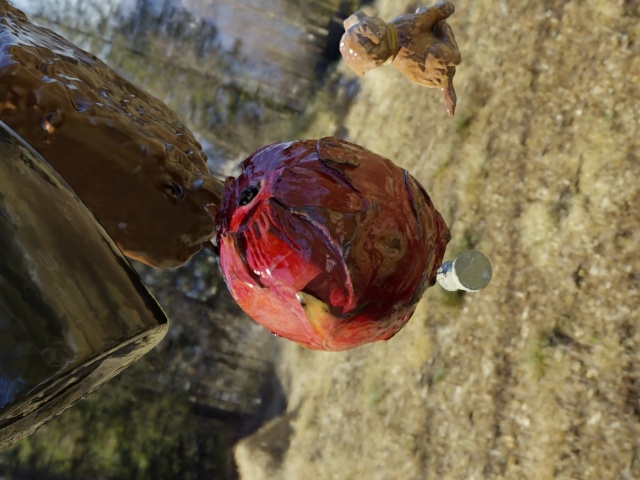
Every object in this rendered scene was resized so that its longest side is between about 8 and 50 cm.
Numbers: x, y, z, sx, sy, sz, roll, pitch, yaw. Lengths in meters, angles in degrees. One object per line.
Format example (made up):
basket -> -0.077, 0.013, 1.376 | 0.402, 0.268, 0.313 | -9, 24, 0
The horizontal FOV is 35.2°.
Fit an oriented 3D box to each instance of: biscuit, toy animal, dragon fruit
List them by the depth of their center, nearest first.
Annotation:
dragon fruit -> 0.010, 0.003, 1.070 | 0.252, 0.241, 0.240 | 38, -117, -59
biscuit -> -0.311, -0.136, 1.291 | 0.166, 0.343, 0.395 | -56, 29, 8
toy animal -> 0.123, -0.271, 1.552 | 0.104, 0.185, 0.183 | -11, 92, 55

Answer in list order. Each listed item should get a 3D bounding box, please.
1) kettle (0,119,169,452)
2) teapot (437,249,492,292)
kettle -> -0.292, 0.020, 0.765 | 0.207, 0.290, 0.268 | -31, -7, -45
teapot -> 0.189, 0.046, 1.379 | 0.083, 0.067, 0.057 | 151, 112, -73
